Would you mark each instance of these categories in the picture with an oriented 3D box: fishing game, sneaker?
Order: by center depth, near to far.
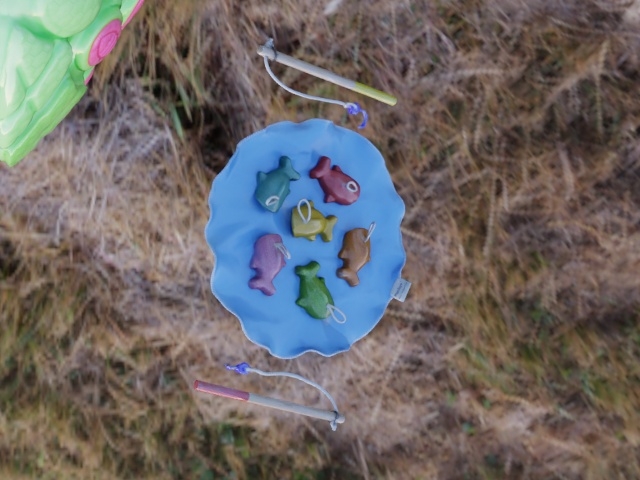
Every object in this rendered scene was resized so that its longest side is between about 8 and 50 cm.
[{"bbox_3d":[-0.237,-0.174,0.760,0.202,0.483,0.185,35,83,-22],"label":"sneaker"},{"bbox_3d":[0.000,0.000,0.868,0.189,0.041,0.264,20,77,-36],"label":"fishing game"}]
